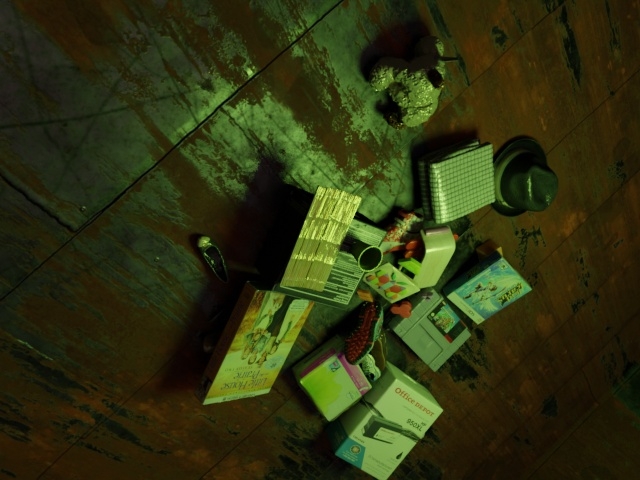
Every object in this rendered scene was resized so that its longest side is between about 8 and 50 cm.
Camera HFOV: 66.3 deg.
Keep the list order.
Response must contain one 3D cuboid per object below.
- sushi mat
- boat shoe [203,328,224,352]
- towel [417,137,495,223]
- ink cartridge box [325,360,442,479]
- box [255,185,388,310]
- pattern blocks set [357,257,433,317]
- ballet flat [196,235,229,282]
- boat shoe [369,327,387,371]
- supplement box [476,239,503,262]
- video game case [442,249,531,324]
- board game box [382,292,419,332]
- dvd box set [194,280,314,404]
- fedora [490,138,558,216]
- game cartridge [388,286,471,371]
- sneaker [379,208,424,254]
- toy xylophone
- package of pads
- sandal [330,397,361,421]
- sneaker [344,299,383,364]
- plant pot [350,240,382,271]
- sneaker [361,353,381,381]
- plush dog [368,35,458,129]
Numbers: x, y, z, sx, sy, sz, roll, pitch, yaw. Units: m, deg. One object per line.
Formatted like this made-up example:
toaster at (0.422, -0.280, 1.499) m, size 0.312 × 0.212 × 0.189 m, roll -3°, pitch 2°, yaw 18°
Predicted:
sushi mat at (0.000, 0.000, 1.407) m, size 0.151 × 0.019 × 0.317 m, roll 14°, pitch 106°, yaw -30°
boat shoe at (-0.307, 0.325, 1.608) m, size 0.170 × 0.063 × 0.059 m, roll -7°, pitch 141°, yaw -34°
towel at (0.472, -0.214, 1.715) m, size 0.283 × 0.121 × 0.235 m, roll -24°, pitch 116°, yaw -24°
ink cartridge box at (0.259, 0.739, 2.016) m, size 0.285 × 0.166 × 0.395 m, roll 37°, pitch 93°, yaw -20°
box at (-0.002, 0.028, 1.542) m, size 0.296 × 0.182 × 0.294 m, roll 20°, pitch 102°, yaw -33°
pattern blocks set at (0.236, 0.146, 1.696) m, size 0.324 × 0.026 × 0.285 m, roll 28°, pitch 135°, yaw -10°
ballet flat at (-0.315, 0.055, 1.468) m, size 0.057 × 0.049 × 0.173 m, roll -34°, pitch 125°, yaw -11°
boat shoe at (0.232, 0.435, 1.945) m, size 0.073 × 0.073 × 0.207 m, roll -52°, pitch 148°, yaw -48°
supplement box at (0.718, 0.114, 2.043) m, size 0.078 × 0.080 × 0.233 m, roll -32°, pitch 124°, yaw -9°
video game case at (0.681, 0.198, 2.003) m, size 0.269 × 0.061 × 0.244 m, roll -40°, pitch 122°, yaw 20°
board game box at (0.362, 0.313, 1.960) m, size 0.194 × 0.060 × 0.194 m, roll -48°, pitch 127°, yaw 0°
dvd box set at (-0.203, 0.333, 1.608) m, size 0.307 × 0.062 × 0.421 m, roll 12°, pitch 108°, yaw -52°
fedora at (0.797, -0.218, 1.871) m, size 0.333 × 0.152 × 0.334 m, roll -13°, pitch 119°, yaw -23°
game cartridge at (0.444, 0.354, 1.945) m, size 0.230 × 0.068 × 0.355 m, roll -43°, pitch 124°, yaw 2°
sneaker at (0.247, -0.034, 1.706) m, size 0.270 × 0.090 × 0.145 m, roll -6°, pitch 116°, yaw -30°
toy xylophone at (0.352, 0.081, 1.747) m, size 0.236 × 0.081 × 0.323 m, roll -4°, pitch 141°, yaw -24°
package of pads at (0.044, 0.532, 1.872) m, size 0.229 × 0.101 × 0.297 m, roll -35°, pitch 125°, yaw -9°
sandal at (0.094, 0.666, 1.991) m, size 0.180 × 0.072 × 0.049 m, roll -41°, pitch 142°, yaw -3°
sneaker at (0.176, 0.355, 1.803) m, size 0.262 × 0.104 × 0.125 m, roll -59°, pitch 143°, yaw -31°
plant pot at (0.129, 0.039, 1.457) m, size 0.083 × 0.079 × 0.083 m, roll -12°, pitch 118°, yaw -23°
sneaker at (0.189, 0.498, 1.930) m, size 0.135 × 0.052 × 0.058 m, roll 55°, pitch 46°, yaw -10°
plush dog at (0.298, -0.446, 1.481) m, size 0.262 × 0.211 × 0.225 m, roll -31°, pitch 148°, yaw -12°
